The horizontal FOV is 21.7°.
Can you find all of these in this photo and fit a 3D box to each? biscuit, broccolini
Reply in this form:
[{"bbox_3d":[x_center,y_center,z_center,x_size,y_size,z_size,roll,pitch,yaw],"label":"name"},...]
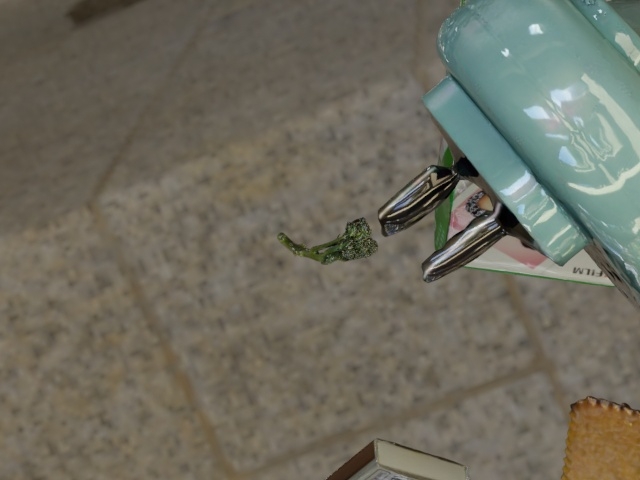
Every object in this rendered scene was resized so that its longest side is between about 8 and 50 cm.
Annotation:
[{"bbox_3d":[0.362,0.273,1.740,0.013,0.232,0.237,-57,-26,-47],"label":"biscuit"},{"bbox_3d":[-0.004,0.005,1.961,0.052,0.194,0.054,-46,-63,-28],"label":"broccolini"}]

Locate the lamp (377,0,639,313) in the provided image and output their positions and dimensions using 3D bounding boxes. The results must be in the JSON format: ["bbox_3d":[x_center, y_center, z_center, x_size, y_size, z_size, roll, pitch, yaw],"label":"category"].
[{"bbox_3d":[0.150,-0.027,0.756,0.284,0.147,0.209,13,-150,-44],"label":"lamp"}]

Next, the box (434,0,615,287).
[{"bbox_3d":[0.175,-0.077,1.188,0.250,0.180,0.103,91,-173,-54],"label":"box"}]

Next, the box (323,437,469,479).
[{"bbox_3d":[0.053,0.263,1.676,0.115,0.177,0.036,18,-132,-27],"label":"box"}]
